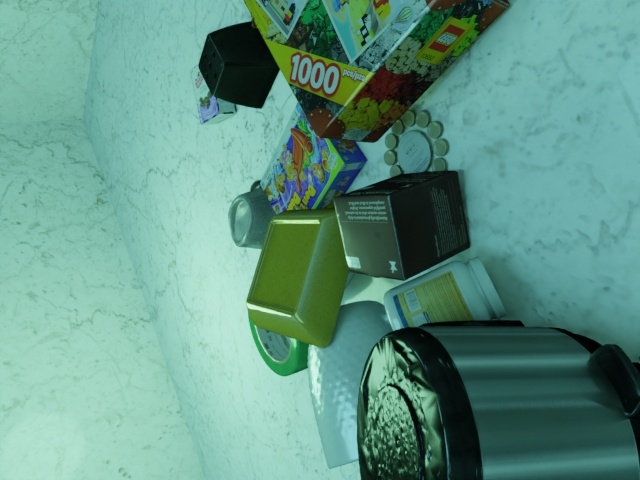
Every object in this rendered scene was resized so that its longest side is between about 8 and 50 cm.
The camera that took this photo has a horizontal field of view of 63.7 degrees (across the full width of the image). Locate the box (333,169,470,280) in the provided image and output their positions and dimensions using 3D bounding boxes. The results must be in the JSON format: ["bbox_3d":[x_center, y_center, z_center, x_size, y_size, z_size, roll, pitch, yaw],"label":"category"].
[{"bbox_3d":[0.167,-0.036,1.047,0.168,0.203,0.167,5,112,53],"label":"box"}]

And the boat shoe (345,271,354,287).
[{"bbox_3d":[0.019,0.081,1.391,0.102,0.108,0.301,57,138,26],"label":"boat shoe"}]

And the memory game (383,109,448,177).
[{"bbox_3d":[0.205,-0.191,1.122,0.186,0.012,0.186,21,117,49],"label":"memory game"}]

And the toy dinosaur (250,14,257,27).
[{"bbox_3d":[-0.141,-0.741,1.357,0.218,0.164,0.322,-126,20,-51],"label":"toy dinosaur"}]

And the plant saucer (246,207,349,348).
[{"bbox_3d":[-0.064,0.066,1.257,0.332,0.080,0.333,2,74,54],"label":"plant saucer"}]

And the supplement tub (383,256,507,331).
[{"bbox_3d":[0.238,0.127,0.996,0.199,0.144,0.145,-26,76,14],"label":"supplement tub"}]

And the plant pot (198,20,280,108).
[{"bbox_3d":[-0.252,-0.516,1.526,0.188,0.166,0.187,62,143,19],"label":"plant pot"}]

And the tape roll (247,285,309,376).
[{"bbox_3d":[-0.126,0.266,1.648,0.321,0.077,0.322,21,116,52],"label":"tape roll"}]

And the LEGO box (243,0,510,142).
[{"bbox_3d":[0.058,-0.505,1.017,0.372,0.193,0.501,-44,65,39],"label":"LEGO box"}]

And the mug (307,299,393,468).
[{"bbox_3d":[0.141,0.299,1.169,0.374,0.276,0.328,-34,61,35],"label":"mug"}]

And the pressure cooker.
[{"bbox_3d":[0.299,0.321,0.819,0.370,0.419,0.376,177,95,-75],"label":"pressure cooker"}]

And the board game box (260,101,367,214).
[{"bbox_3d":[-0.034,-0.184,1.402,0.233,0.078,0.347,60,142,23],"label":"board game box"}]

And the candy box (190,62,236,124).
[{"bbox_3d":[-0.371,-0.514,1.776,0.164,0.070,0.197,-4,98,55],"label":"candy box"}]

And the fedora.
[{"bbox_3d":[-0.214,-0.058,1.640,0.244,0.124,0.275,61,146,22],"label":"fedora"}]
